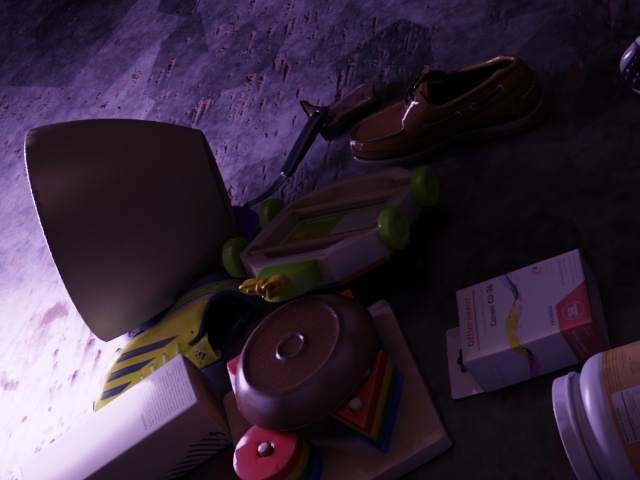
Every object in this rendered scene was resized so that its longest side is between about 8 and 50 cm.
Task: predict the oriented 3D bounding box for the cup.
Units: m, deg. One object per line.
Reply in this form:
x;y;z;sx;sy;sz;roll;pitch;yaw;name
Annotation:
-0.257;-0.044;1.806;0.237;0.331;0.331;-19;40;1;cup

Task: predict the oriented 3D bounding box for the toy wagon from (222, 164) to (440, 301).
0.000;0.000;1.632;0.267;0.068;0.344;-11;24;31;toy wagon

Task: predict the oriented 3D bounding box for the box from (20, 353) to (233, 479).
-0.256;0.280;1.625;0.275;0.094;0.113;-34;37;6;box

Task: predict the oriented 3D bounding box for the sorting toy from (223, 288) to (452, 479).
-0.004;0.201;1.506;0.257;0.089;0.255;-32;38;8;sorting toy

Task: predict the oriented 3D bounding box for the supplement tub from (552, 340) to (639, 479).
0.345;0.165;1.218;0.199;0.144;0.144;-21;41;21;supplement tub

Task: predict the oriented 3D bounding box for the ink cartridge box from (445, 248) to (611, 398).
0.227;0.100;1.441;0.198;0.067;0.115;-22;41;21;ink cartridge box

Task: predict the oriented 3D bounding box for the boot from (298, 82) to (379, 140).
0.031;-0.220;1.948;0.114;0.037;0.106;-39;51;4;boot

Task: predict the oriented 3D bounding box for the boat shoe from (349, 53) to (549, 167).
0.165;-0.194;1.759;0.307;0.104;0.111;-16;43;26;boat shoe

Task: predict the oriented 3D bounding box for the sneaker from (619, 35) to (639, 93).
0.524;-0.273;1.571;0.292;0.110;0.118;-27;6;28;sneaker

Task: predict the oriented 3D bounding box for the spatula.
-0.073;-0.087;1.886;0.084;0.030;0.296;18;68;50;spatula

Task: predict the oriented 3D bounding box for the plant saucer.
-0.028;0.136;1.489;0.198;0.036;0.199;-23;40;20;plant saucer

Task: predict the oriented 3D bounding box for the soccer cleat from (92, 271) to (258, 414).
-0.201;0.162;1.702;0.121;0.093;0.289;24;68;46;soccer cleat
